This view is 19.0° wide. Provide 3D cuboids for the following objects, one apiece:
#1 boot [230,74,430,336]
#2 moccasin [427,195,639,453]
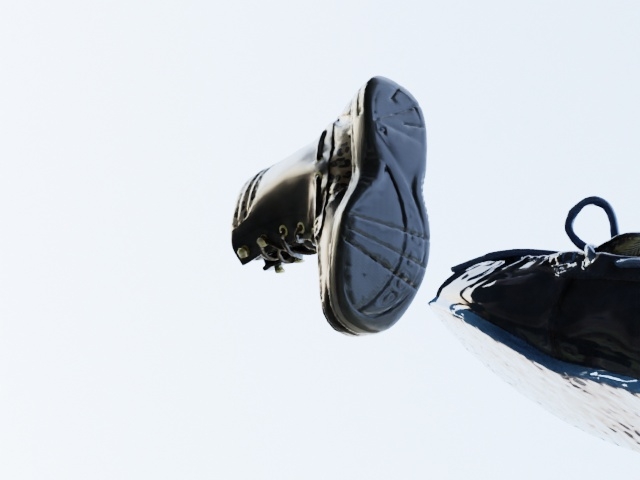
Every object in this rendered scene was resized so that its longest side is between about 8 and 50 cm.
[{"bbox_3d":[0.001,0.000,1.529,0.085,0.236,0.178,29,-41,-28],"label":"boot"},{"bbox_3d":[0.194,0.056,1.127,0.138,0.117,0.342,42,-13,-30],"label":"moccasin"}]
